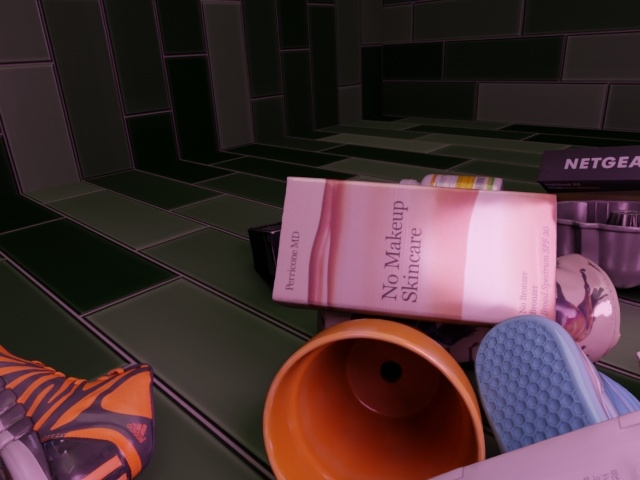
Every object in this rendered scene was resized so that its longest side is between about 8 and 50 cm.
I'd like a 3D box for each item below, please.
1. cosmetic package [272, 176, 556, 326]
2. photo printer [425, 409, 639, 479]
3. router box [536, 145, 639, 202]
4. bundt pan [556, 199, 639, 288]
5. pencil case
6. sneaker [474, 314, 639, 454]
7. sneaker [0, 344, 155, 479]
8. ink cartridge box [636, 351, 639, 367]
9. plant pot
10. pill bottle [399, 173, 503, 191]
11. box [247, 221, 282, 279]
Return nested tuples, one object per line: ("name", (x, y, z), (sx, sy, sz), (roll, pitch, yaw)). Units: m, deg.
("cosmetic package", (0.105, 0.019, 0.570), (0.295, 0.153, 0.129), (3, -10, 7))
("photo printer", (0.133, 0.248, 0.204), (0.256, 0.107, 0.308), (-41, 18, 34))
("router box", (0.677, -0.115, 1.050), (0.242, 0.081, 0.308), (27, -12, -38))
("bundt pan", (0.567, 0.006, 0.895), (0.330, 0.124, 0.331), (-2, 13, 1))
("pencil case", (0.186, 0.100, 0.706), (0.409, 0.160, 0.183), (0, 12, 6))
("sneaker", (0.257, 0.236, 0.417), (0.127, 0.208, 0.319), (-31, 43, 34))
("sneaker", (-0.317, 0.203, 0.599), (0.321, 0.125, 0.180), (28, 32, 35))
("ink cartridge box", (0.485, 0.168, 0.439), (0.272, 0.115, 0.198), (-20, 16, 20))
("plant pot", (0.066, 0.173, 0.522), (0.205, 0.205, 0.188), (3, 7, 15))
("pill bottle", (0.321, -0.096, 1.204), (0.245, 0.137, 0.136), (7, 24, 24))
("box", (0.000, 0.000, 1.006), (0.261, 0.103, 0.184), (-12, 10, -20))
